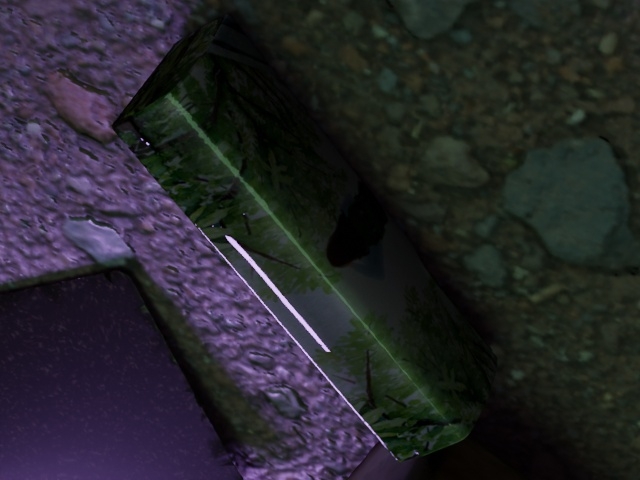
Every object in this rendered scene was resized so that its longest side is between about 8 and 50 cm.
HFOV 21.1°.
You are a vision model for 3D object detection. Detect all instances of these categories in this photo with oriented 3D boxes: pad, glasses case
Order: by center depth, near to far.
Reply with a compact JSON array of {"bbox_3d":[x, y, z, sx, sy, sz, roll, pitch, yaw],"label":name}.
[{"bbox_3d":[0.000,0.000,1.008,0.062,0.095,0.272,-25,114,38],"label":"glasses case"},{"bbox_3d":[-0.219,0.133,1.279,0.330,0.004,0.220,-10,117,33],"label":"pad"}]

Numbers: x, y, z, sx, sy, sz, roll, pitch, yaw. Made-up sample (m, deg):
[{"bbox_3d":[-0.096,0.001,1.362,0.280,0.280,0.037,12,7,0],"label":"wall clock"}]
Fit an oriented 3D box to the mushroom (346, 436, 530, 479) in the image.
[{"bbox_3d":[0.148,0.317,1.147,0.397,0.224,0.313,31,118,-7],"label":"mushroom"}]
